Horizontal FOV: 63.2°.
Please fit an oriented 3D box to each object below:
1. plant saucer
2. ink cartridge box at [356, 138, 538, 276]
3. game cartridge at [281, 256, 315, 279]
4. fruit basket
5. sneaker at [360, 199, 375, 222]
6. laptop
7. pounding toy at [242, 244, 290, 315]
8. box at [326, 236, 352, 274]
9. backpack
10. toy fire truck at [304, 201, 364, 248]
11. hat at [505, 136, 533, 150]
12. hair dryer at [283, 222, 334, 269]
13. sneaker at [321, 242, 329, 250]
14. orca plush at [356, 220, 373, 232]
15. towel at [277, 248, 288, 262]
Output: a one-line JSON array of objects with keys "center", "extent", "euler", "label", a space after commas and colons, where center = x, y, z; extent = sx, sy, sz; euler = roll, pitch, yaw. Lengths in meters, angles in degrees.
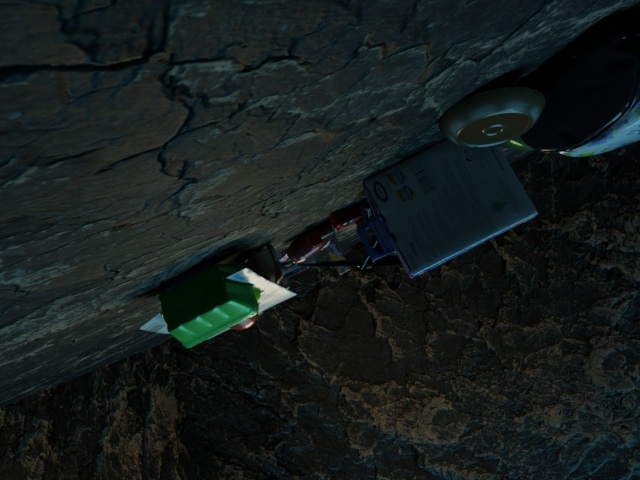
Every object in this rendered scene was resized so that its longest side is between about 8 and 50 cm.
[{"center": [0.331, -0.225, 1.001], "extent": [0.198, 0.036, 0.198], "euler": [-6, 164, -2], "label": "plant saucer"}, {"center": [0.284, -0.083, 1.308], "extent": [0.395, 0.270, 0.151], "euler": [-27, 169, 2], "label": "ink cartridge box"}, {"center": [-0.208, 0.148, 2.195], "extent": [0.230, 0.068, 0.355], "euler": [-13, -175, 43], "label": "game cartridge"}, {"center": [-0.268, 0.179, 1.439], "extent": [0.327, 0.165, 0.353], "euler": [-28, 163, 10], "label": "fruit basket"}, {"center": [0.257, -0.092, 1.469], "extent": [0.097, 0.276, 0.135], "euler": [79, 33, -47], "label": "sneaker"}, {"center": [0.193, -0.024, 1.823], "extent": [0.382, 0.236, 0.408], "euler": [-4, 126, -52], "label": "laptop"}, {"center": [-0.190, 0.108, 1.644], "extent": [0.155, 0.154, 0.269], "euler": [-22, 154, -41], "label": "pounding toy"}, {"center": [0.077, 0.067, 2.355], "extent": [0.059, 0.169, 0.054], "euler": [-28, 174, 10], "label": "box"}, {"center": [0.619, -0.308, 1.053], "extent": [0.355, 0.273, 0.290], "euler": [-36, 176, -31], "label": "backpack"}, {"center": [0.055, -0.048, 1.639], "extent": [0.192, 0.047, 0.135], "euler": [-23, 164, -33], "label": "toy fire truck"}, {"center": [0.703, -0.302, 1.711], "extent": [0.208, 0.183, 0.173], "euler": [-30, 174, 32], "label": "hat"}, {"center": [-0.051, 0.006, 1.784], "extent": [0.293, 0.080, 0.223], "euler": [-28, -164, 43], "label": "hair dryer"}, {"center": [0.000, 0.000, 2.012], "extent": [0.075, 0.057, 0.161], "euler": [-45, 170, 10], "label": "sneaker"}, {"center": [0.214, -0.114, 1.898], "extent": [0.151, 0.102, 0.287], "euler": [18, 158, -1], "label": "orca plush"}, {"center": [-0.145, 0.068, 2.026], "extent": [0.197, 0.029, 0.144], "euler": [-31, 174, 39], "label": "towel"}]
